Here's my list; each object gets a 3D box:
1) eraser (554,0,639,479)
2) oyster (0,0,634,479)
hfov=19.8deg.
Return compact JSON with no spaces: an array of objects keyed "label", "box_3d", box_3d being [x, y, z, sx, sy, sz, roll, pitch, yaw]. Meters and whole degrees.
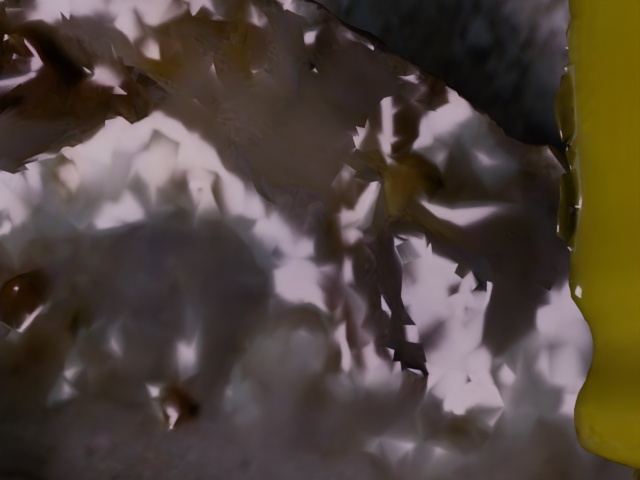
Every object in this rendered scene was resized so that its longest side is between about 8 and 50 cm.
[{"label":"eraser","box_3d":[0.135,-0.037,0.321,0.226,0.069,0.158,-18,66,55]},{"label":"oyster","box_3d":[-0.065,0.012,0.501,0.396,0.111,0.204,20,69,28]}]
